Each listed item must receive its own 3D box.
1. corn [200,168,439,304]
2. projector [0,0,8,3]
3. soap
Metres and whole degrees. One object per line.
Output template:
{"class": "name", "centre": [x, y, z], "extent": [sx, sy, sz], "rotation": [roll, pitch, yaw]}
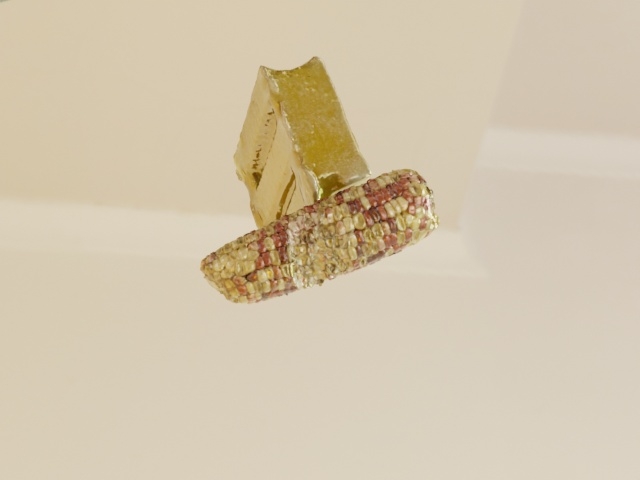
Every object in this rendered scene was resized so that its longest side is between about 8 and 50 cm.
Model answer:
{"class": "corn", "centre": [0.000, 0.000, 1.554], "extent": [0.290, 0.098, 0.098], "rotation": [-22, -135, -6]}
{"class": "projector", "centre": [-0.506, -0.479, 1.794], "extent": [0.249, 0.249, 0.248], "rotation": [14, -158, 7]}
{"class": "soap", "centre": [-0.031, -0.095, 1.762], "extent": [0.091, 0.315, 0.199], "rotation": [-19, -106, -17]}
